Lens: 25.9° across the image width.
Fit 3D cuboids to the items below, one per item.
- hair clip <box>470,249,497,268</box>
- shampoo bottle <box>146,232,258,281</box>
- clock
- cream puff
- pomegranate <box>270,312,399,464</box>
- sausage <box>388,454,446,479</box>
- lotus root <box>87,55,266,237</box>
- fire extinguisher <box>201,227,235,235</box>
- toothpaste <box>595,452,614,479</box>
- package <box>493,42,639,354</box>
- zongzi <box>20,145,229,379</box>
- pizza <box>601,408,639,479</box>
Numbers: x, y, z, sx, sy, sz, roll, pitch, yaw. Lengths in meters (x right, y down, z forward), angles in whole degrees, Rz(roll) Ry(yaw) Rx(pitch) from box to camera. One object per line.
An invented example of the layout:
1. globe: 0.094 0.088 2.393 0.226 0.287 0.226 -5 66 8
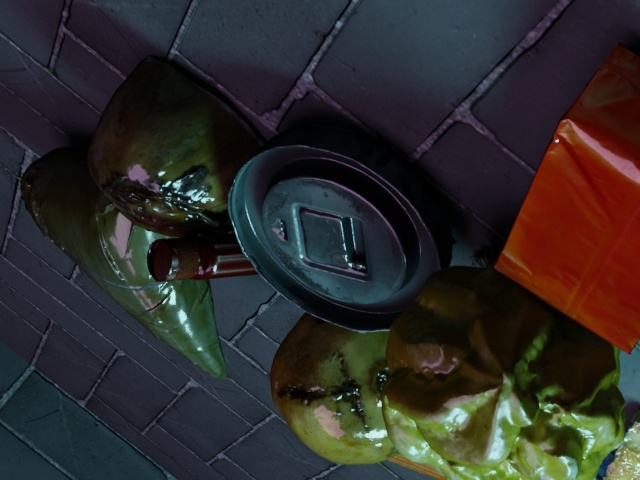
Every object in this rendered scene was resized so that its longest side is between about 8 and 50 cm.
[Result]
1. hair clip: 0.228 0.066 1.814 0.049 0.049 0.173 15 143 40
2. shampoo bottle: -0.124 0.020 1.979 0.102 0.260 0.064 3 95 48
3. clock: 0.028 -0.013 1.825 0.312 0.061 0.313 19 137 19
4. cream puff: 0.246 0.168 1.643 0.324 0.291 0.257 39 162 -15
5. pomegranate: 0.058 0.197 2.027 0.260 0.260 0.260 30 155 16
6. sausage: 0.149 0.354 2.400 0.234 0.071 0.071 14 147 42
7. lotus root: -0.209 -0.105 1.959 0.272 0.192 0.272 23 149 15
8. fire extinguisher: -0.154 0.003 2.222 0.064 0.043 0.158 41 156 -27
9. toothpaste: 0.473 0.398 2.061 0.272 0.053 0.066 42 160 -10
10. package: 0.311 -0.022 1.447 0.196 0.123 0.423 35 155 11
11. zongzi: -0.320 0.033 2.284 0.356 0.174 0.393 17 135 44
12. pizza: 0.458 0.317 1.921 0.188 0.080 0.204 -27 105 39
